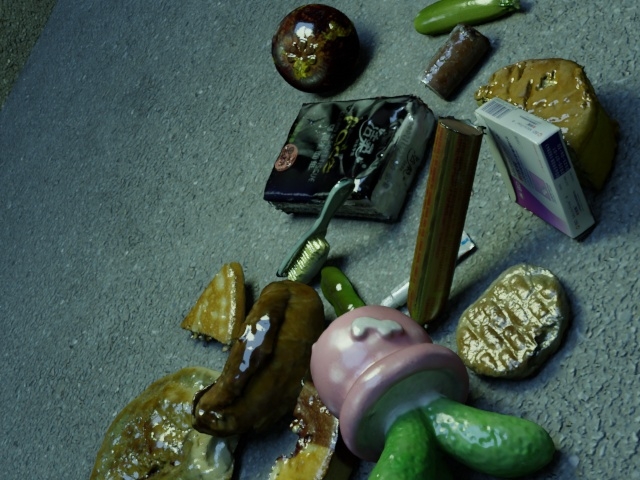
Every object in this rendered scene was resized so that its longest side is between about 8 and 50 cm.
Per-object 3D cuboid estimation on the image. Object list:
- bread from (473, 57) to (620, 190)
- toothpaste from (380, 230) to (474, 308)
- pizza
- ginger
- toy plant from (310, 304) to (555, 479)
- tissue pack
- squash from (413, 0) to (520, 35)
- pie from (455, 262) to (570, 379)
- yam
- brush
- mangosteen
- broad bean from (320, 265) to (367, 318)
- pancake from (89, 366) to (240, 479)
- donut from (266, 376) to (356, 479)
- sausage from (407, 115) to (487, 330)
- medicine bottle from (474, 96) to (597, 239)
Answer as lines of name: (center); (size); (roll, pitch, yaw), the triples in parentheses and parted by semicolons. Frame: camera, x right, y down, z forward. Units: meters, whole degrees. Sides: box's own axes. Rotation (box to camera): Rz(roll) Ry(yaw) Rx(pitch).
bread: (0.377, -0.202, 1.651); (0.147, 0.160, 0.260); (-46, 34, -5)
toothpaste: (0.179, 0.057, 1.754); (0.190, 0.031, 0.048); (-41, 36, 11)
pizza: (-0.209, 0.149, 2.074); (0.199, 0.062, 0.188); (-25, 53, 43)
ginger: (-0.095, 0.219, 1.804); (0.172, 0.165, 0.321); (29, 78, 36)
toy plant: (0.112, 0.263, 1.490); (0.317, 0.210, 0.356); (-18, 46, -20)
tissue pack: (0.048, -0.165, 1.993); (0.332, 0.123, 0.245); (6, 68, 49)
squash: (0.284, -0.451, 2.015); (0.252, 0.066, 0.066); (-5, 58, 44)
pie: (0.291, 0.127, 1.564); (0.195, 0.046, 0.195); (-29, 42, 30)
yam: (0.251, -0.340, 1.953); (0.141, 0.079, 0.079); (-52, 37, 3)
brush: (0.000, 0.000, 1.887); (0.060, 0.068, 0.297); (57, 140, 22)
mangosteen: (-0.002, -0.420, 2.226); (0.192, 0.192, 0.217); (-29, 12, 28)
broad bean: (0.053, 0.114, 1.828); (0.065, 0.046, 0.254); (-60, 35, 10)
pancake: (-0.298, 0.400, 1.946); (0.387, 0.082, 0.387); (-27, 40, 26)
donut: (-0.005, 0.349, 1.672); (0.141, 0.085, 0.217); (10, 70, 50)
sausage: (0.191, -0.010, 1.635); (0.082, 0.082, 0.371); (45, 133, 53)
medicine bottle: (0.330, -0.113, 1.584); (0.052, 0.201, 0.171); (-37, 37, -8)
